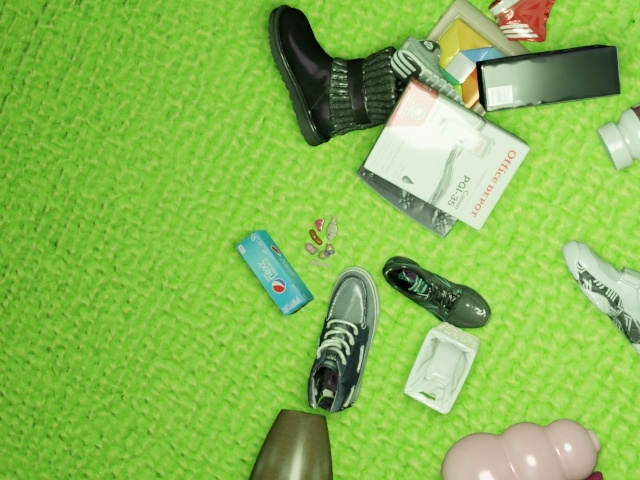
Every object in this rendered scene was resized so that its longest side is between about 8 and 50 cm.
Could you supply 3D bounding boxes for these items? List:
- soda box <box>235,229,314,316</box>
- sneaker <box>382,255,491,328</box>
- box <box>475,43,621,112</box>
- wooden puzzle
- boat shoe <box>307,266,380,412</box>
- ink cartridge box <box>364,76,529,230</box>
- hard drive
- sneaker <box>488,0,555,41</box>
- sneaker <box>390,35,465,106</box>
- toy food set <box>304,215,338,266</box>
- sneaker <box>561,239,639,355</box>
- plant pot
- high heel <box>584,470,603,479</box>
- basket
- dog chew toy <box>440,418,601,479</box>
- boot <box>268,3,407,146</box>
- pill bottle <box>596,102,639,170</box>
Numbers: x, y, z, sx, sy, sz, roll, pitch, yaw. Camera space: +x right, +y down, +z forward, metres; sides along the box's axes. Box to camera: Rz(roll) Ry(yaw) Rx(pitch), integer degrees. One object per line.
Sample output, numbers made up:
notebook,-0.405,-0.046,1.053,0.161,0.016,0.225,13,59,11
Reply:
soda box,-0.108,0.077,1.879,0.067,0.071,0.210,-38,80,15
sneaker,0.252,0.124,1.753,0.267,0.106,0.101,26,97,14
box,0.460,-0.336,1.614,0.261,0.184,0.103,-6,102,9
wooden puzzle,0.316,-0.389,1.756,0.221,0.044,0.239,43,102,13
boat shoe,0.052,0.231,1.787,0.127,0.158,0.341,7,93,17
ink cartridge box,0.263,-0.183,1.646,0.282,0.117,0.207,28,106,-2
hard drive,0.227,-0.141,1.782,0.254,0.054,0.172,37,101,13
sneaker,0.485,-0.509,1.700,0.221,0.087,0.128,-28,105,10
sneaker,0.259,-0.360,1.717,0.228,0.132,0.086,44,140,-22
toy food set,0.000,0.000,1.872,0.077,0.019,0.122,5,92,17
sneaker,0.677,0.101,1.608,0.210,0.137,0.366,-42,84,13
plant pot,-0.059,0.514,1.819,0.215,0.215,0.231,6,78,17
high heel,0.593,0.622,1.686,0.117,0.082,0.244,-25,97,-27
basket,0.273,0.276,1.735,0.113,0.103,0.167,26,109,16
dog chew toy,0.428,0.481,1.660,0.331,0.206,0.207,-24,84,9
boot,0.048,-0.403,1.778,0.260,0.131,0.348,-17,96,29
pill bottle,0.691,-0.234,1.602,0.221,0.121,0.121,-26,83,16
